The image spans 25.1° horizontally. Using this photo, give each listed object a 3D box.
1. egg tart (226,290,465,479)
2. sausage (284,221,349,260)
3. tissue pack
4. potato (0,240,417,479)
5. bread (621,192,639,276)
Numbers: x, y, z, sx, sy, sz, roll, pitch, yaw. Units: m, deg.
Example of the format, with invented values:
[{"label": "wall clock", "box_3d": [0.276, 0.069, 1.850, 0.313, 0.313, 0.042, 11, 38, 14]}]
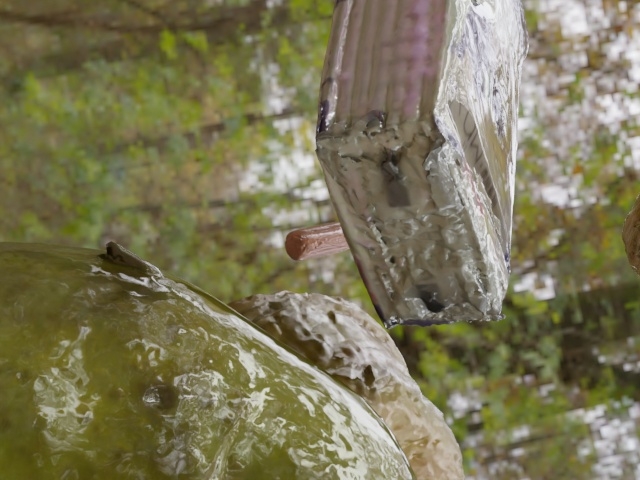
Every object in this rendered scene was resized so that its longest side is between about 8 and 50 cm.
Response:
[{"label": "egg tart", "box_3d": [-0.003, 0.215, 1.244, 0.153, 0.339, 0.352, 0, -77, 53]}, {"label": "sausage", "box_3d": [0.000, 0.000, 1.529, 0.034, 0.083, 0.034, 19, -65, 49]}, {"label": "tissue pack", "box_3d": [0.091, -0.125, 1.181, 0.242, 0.125, 0.344, 67, 26, -46]}, {"label": "potato", "box_3d": [-0.078, 0.064, 0.543, 0.160, 0.271, 0.111, 123, -15, -75]}, {"label": "bread", "box_3d": [0.393, -0.019, 1.251, 0.134, 0.244, 0.244, 58, 1, -22]}]
